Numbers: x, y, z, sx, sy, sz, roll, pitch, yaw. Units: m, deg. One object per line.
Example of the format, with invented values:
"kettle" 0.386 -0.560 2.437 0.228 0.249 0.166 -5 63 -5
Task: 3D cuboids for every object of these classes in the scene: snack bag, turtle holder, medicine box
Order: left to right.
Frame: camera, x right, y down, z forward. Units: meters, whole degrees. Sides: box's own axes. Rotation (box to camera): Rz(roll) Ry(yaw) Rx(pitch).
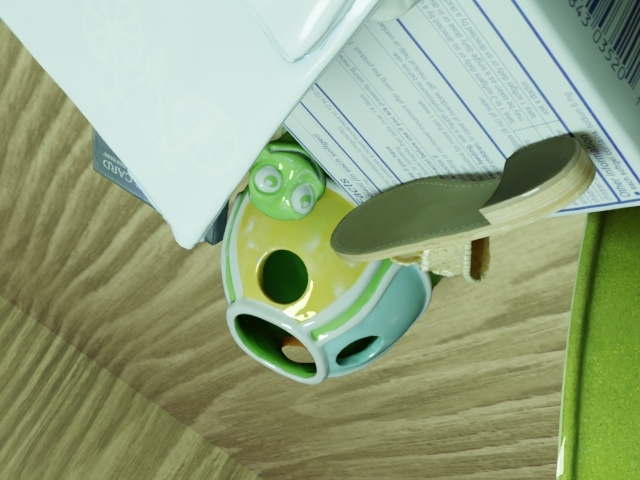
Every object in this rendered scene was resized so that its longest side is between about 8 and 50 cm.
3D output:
"snack bag" -0.104 -0.200 0.458 0.323 0.037 0.342 49 133 6
"turtle holder" 0.014 0.013 0.951 0.243 0.227 0.320 34 153 -3
"medicine box" 0.095 -0.150 0.685 0.263 0.149 0.289 46 150 -25

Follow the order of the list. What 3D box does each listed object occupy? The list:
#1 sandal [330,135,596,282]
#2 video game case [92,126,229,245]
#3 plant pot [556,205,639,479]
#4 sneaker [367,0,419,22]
"sandal" 0.106 -0.001 0.662 0.079 0.088 0.240 49 144 -19
"video game case" -0.165 -0.150 0.943 0.196 0.026 0.274 31 132 25
"plant pot" 0.388 0.137 0.691 0.352 0.367 0.366 4 144 23
"sneaker" 0.016 -0.217 0.499 0.090 0.232 0.115 6 164 -28
